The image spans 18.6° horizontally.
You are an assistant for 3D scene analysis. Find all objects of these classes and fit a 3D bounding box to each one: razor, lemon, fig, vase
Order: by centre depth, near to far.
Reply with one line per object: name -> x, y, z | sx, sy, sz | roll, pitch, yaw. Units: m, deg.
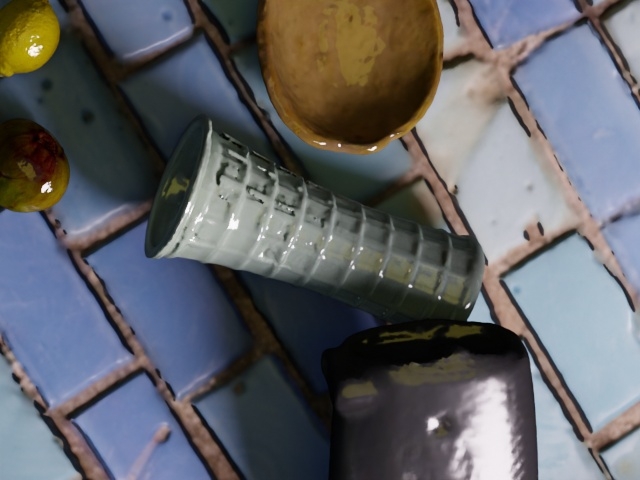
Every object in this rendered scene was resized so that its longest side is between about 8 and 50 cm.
lemon -> -0.271, -0.185, 1.778 | 0.062, 0.062, 0.083 | 33, 87, -13
fig -> -0.277, -0.059, 1.788 | 0.084, 0.082, 0.098 | 28, 124, -30
vase -> 0.000, 0.000, 1.816 | 0.298, 0.143, 0.143 | 20, 90, -16
razor -> 0.101, 0.242, 1.819 | 0.204, 0.113, 0.349 | -6, 117, -8

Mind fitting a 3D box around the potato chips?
potato chips -> 0.020, -0.187, 1.840 | 0.195, 0.062, 0.208 | -38, 100, -12
